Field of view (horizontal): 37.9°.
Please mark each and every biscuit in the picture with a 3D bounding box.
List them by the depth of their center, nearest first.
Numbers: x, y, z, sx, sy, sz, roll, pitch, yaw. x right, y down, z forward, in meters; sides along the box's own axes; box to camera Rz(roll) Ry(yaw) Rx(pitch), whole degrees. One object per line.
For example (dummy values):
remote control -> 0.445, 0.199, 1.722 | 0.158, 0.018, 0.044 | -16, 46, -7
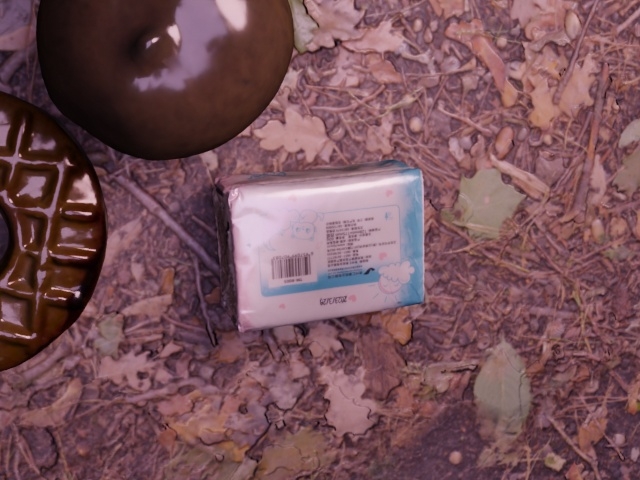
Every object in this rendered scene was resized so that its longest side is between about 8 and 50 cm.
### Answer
biscuit -> -0.397, 0.005, 1.134 | 0.268, 0.115, 0.367 | 14, 96, -19

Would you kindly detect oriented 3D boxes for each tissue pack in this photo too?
tissue pack -> 0.000, 0.003, 1.255 | 0.271, 0.124, 0.202 | -7, 101, -17

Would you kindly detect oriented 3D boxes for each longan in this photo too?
longan -> -0.180, -0.235, 1.076 | 0.297, 0.297, 0.298 | -3, 101, -17
